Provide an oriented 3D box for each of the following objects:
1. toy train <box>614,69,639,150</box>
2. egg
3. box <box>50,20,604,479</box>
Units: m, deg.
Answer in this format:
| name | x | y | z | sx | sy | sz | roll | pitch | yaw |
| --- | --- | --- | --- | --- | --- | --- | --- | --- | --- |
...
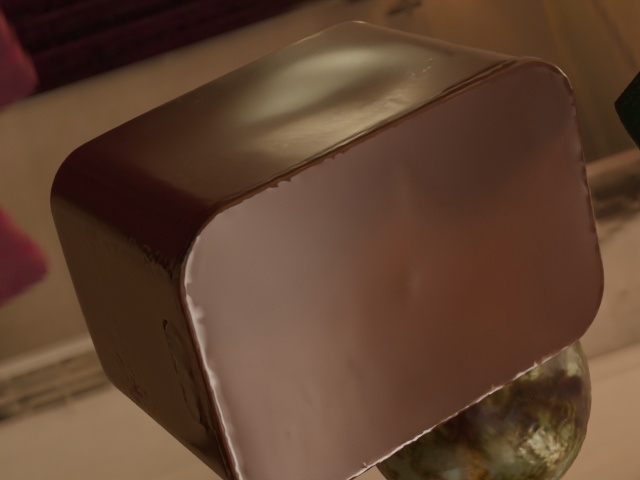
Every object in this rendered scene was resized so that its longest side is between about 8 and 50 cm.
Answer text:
| name | x | y | z | sx | sy | sz | roll | pitch | yaw |
| --- | --- | --- | --- | --- | --- | --- | --- | --- | --- |
| toy train | 0.338 | -0.118 | 1.523 | 0.227 | 0.136 | 0.091 | 16 | 37 | -37 |
| egg | 0.148 | 0.133 | 1.844 | 0.238 | 0.238 | 0.289 | 80 | 4 | -72 |
| box | 0.000 | 0.000 | 1.373 | 0.229 | 0.339 | 0.239 | 26 | -43 | 51 |
